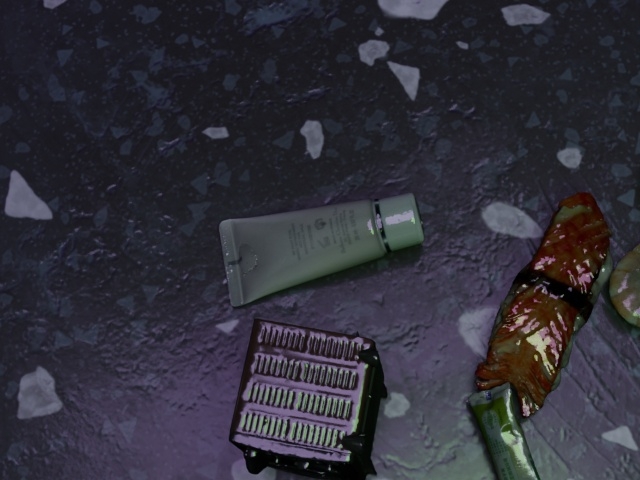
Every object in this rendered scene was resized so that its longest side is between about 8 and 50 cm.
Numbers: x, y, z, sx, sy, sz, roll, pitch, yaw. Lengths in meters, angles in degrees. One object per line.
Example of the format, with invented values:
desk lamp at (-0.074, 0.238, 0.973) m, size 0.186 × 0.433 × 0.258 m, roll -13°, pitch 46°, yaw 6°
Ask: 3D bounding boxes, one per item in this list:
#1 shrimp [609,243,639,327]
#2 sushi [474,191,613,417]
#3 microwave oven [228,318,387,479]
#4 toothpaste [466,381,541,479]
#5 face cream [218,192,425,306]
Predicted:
shrimp at (0.550, 0.049, 1.521) m, size 0.254 × 0.059 × 0.145 m, roll -23°, pitch 64°, yaw -1°
sushi at (0.336, 0.089, 1.490) m, size 0.124 × 0.130 × 0.332 m, roll 26°, pitch 70°, yaw 17°
microwave oven at (-0.009, 0.232, 1.397) m, size 0.178 × 0.247 × 0.188 m, roll 6°, pitch 71°, yaw 9°
toothpaste at (0.276, 0.326, 1.435) m, size 0.078 × 0.047 × 0.247 m, roll -29°, pitch 74°, yaw 39°
face cream at (0.000, 0.000, 1.561) m, size 0.315 × 0.089 × 0.143 m, roll -13°, pitch 72°, yaw 8°
